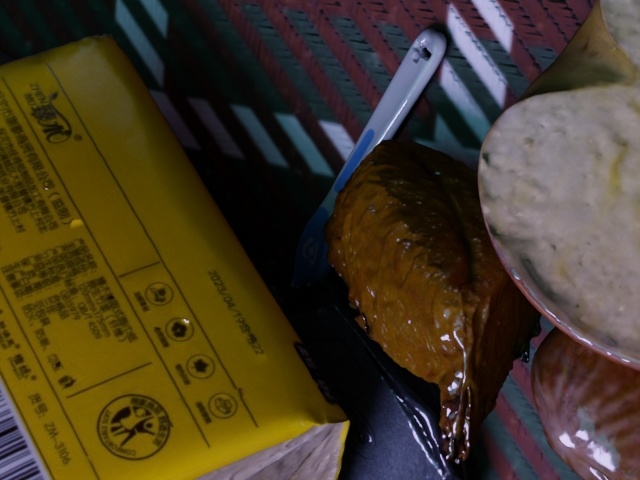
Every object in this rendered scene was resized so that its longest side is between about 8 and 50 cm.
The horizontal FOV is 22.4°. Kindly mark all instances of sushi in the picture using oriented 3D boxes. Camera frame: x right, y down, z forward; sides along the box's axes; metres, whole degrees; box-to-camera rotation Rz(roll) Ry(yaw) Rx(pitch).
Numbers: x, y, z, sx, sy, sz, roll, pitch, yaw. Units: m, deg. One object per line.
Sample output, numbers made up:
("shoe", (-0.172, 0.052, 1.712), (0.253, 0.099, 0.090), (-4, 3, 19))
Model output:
("sushi", (0.094, 0.035, 1.140), (0.287, 0.149, 0.140), (-122, 38, -48))

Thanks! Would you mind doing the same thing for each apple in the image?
("apple", (0.248, -0.042, 1.045), (0.251, 0.163, 0.293), (36, 84, 16))

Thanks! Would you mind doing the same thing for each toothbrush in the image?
("toothbrush", (0.003, 0.001, 1.280), (0.040, 0.040, 0.386), (38, 111, 18))

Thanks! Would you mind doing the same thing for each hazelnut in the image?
("hazelnut", (0.220, 0.107, 1.112), (0.150, 0.150, 0.150), (6, 102, 28))

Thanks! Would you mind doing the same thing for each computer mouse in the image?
("computer mouse", (0.033, 0.127, 1.260), (0.231, 0.071, 0.126), (50, 123, 12))

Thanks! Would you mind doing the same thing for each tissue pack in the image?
("tissue pack", (-0.197, 0.078, 1.181), (0.382, 0.293, 0.228), (58, 158, 26))

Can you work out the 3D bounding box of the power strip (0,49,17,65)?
("power strip", (-0.336, -0.090, 1.428), (0.265, 0.059, 0.194), (31, 112, 20))
